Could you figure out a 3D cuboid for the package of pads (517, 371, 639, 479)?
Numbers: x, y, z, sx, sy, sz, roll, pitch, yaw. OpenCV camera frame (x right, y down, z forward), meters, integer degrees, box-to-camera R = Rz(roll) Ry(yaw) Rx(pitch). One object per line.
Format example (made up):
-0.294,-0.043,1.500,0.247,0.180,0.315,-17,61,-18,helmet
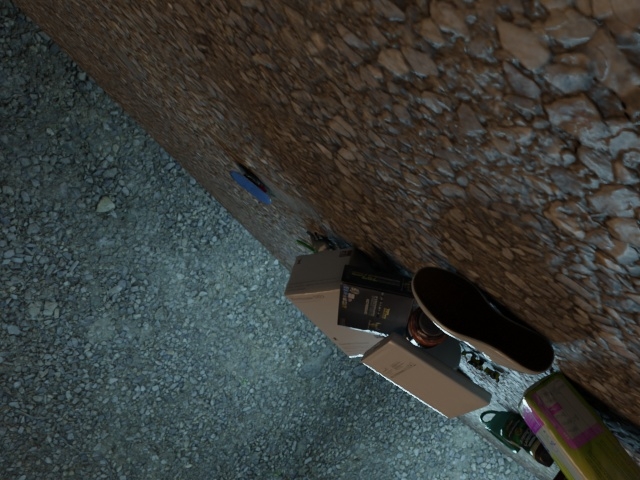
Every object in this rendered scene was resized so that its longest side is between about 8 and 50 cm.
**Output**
0.534,0.427,1.094,0.297,0.101,0.229,57,179,29,package of pads

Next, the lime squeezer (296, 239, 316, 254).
-0.012,0.091,2.002,0.059,0.110,0.310,28,-148,-40,lime squeezer

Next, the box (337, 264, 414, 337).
0.140,0.163,1.378,0.183,0.059,0.233,11,145,6,box

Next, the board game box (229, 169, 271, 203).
-0.220,-0.185,1.754,0.168,0.033,0.133,38,167,-11,board game box

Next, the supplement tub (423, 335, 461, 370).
0.328,0.345,1.575,0.144,0.144,0.200,39,161,15,supplement tub

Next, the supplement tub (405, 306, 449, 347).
0.277,0.219,1.371,0.106,0.106,0.198,39,170,12,supplement tub

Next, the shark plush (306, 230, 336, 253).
0.000,0.000,1.743,0.161,0.073,0.067,-114,4,-59,shark plush

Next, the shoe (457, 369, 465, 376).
0.451,0.474,1.985,0.219,0.058,0.076,39,171,16,shoe

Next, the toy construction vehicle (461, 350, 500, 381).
0.451,0.348,1.506,0.086,0.035,0.098,33,177,-24,toy construction vehicle

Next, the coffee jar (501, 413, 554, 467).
0.677,0.640,1.720,0.079,0.096,0.184,43,170,-26,coffee jar

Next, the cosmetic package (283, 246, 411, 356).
0.092,0.197,1.626,0.217,0.156,0.385,-12,137,36,cosmetic package

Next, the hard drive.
0.281,0.374,1.467,0.307,0.040,0.203,33,145,-2,hard drive

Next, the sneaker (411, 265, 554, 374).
0.294,0.164,1.037,0.290,0.106,0.123,38,168,13,sneaker

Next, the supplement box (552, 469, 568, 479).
0.778,0.697,1.466,0.239,0.130,0.073,36,170,35,supplement box

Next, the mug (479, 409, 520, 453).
0.651,0.653,1.881,0.157,0.097,0.129,41,171,7,mug
